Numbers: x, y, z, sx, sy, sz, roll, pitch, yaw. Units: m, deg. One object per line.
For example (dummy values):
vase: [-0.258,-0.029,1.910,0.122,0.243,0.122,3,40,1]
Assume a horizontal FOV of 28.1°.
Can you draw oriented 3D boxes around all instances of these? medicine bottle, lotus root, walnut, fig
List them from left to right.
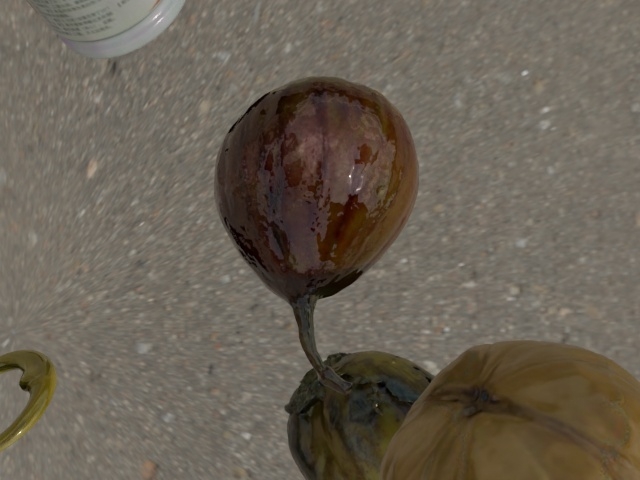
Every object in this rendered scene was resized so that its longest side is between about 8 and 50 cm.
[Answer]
medicine bottle: [-0.315,-0.393,1.581,0.202,0.316,0.202,-12,57,19]
fig: [-0.013,-0.023,0.933,0.148,0.149,0.202,24,100,-21]
lotus root: [0.120,0.276,1.256,0.397,0.196,0.179,50,49,8]
walnut: [0.142,0.171,0.793,0.195,0.195,0.221,-40,110,-13]

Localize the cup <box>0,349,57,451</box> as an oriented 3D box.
cup: [-0.380,0.201,1.186,0.178,0.256,0.255,27,101,-30]
